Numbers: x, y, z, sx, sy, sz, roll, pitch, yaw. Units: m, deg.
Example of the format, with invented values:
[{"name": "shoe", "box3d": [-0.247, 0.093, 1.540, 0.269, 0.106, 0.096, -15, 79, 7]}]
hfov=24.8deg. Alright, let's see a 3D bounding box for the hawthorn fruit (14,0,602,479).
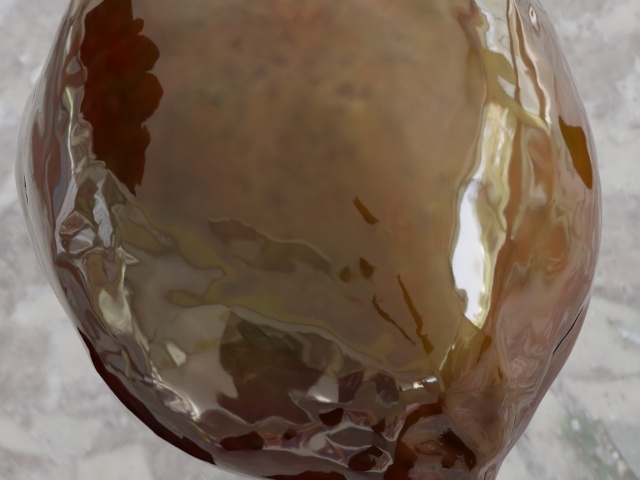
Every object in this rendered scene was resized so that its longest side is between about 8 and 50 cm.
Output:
[{"name": "hawthorn fruit", "box3d": [-0.006, -0.022, 0.745, 0.308, 0.308, 0.325, -26, 44, 1]}]
